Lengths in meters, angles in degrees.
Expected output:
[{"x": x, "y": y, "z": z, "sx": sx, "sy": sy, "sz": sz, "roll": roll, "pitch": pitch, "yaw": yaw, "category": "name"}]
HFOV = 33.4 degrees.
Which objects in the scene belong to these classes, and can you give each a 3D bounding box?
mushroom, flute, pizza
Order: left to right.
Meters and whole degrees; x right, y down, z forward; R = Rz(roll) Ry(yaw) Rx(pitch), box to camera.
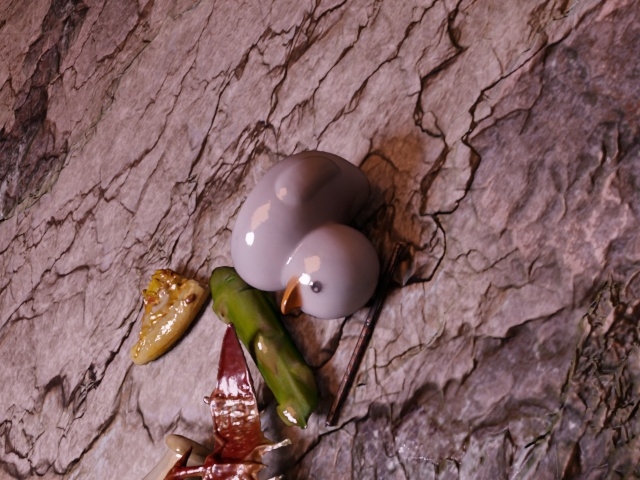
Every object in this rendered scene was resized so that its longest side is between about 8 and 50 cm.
[{"x": -0.250, "y": 0.395, "z": 1.557, "sx": 0.247, "sy": 0.108, "sz": 0.096, "roll": -50, "pitch": 22, "yaw": -10, "category": "mushroom"}, {"x": -0.257, "y": 0.104, "z": 1.788, "sx": 0.182, "sy": 0.062, "sz": 0.161, "roll": -41, "pitch": 37, "yaw": 28, "category": "pizza"}, {"x": 0.060, "y": 0.127, "z": 1.447, "sx": 0.014, "sy": 0.014, "sz": 0.270, "roll": 13, "pitch": 78, "yaw": 51, "category": "flute"}]

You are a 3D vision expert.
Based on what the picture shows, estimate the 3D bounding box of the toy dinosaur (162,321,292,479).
[{"x": -0.138, "y": 0.280, "z": 1.415, "sx": 0.206, "sy": 0.113, "sz": 0.327, "roll": 15, "pitch": 66, "yaw": 40, "category": "toy dinosaur"}]

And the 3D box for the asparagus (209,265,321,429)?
[{"x": -0.071, "y": 0.154, "z": 1.529, "sx": 0.082, "sy": 0.085, "sz": 0.343, "roll": -43, "pitch": 46, "yaw": 5, "category": "asparagus"}]

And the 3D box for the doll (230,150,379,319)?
[{"x": 0.000, "y": 0.000, "z": 1.479, "sx": 0.221, "sy": 0.221, "sz": 0.251, "roll": -7, "pitch": 36, "yaw": 47, "category": "doll"}]
